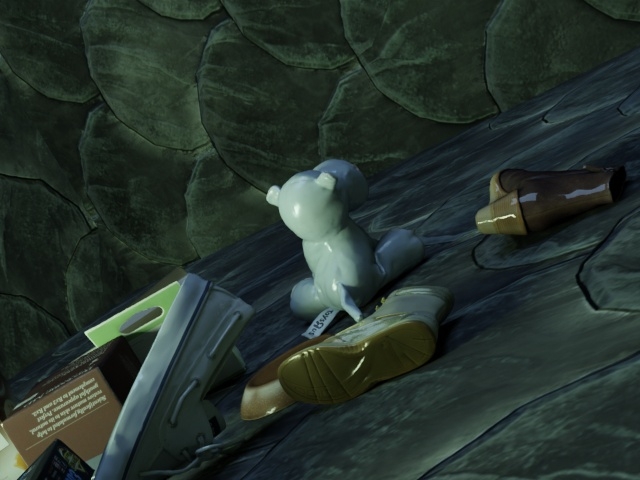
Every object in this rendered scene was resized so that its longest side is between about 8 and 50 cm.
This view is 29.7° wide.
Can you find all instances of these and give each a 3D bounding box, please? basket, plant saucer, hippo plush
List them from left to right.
[{"bbox_3d":[-0.351,0.181,2.565,0.227,0.154,0.204,-36,10,-16],"label":"basket"},{"bbox_3d":[-0.034,0.182,1.687,0.198,0.036,0.198,-29,7,4],"label":"plant saucer"},{"bbox_3d":[0.000,0.000,1.991,0.234,0.237,0.294,-24,9,40],"label":"hippo plush"}]

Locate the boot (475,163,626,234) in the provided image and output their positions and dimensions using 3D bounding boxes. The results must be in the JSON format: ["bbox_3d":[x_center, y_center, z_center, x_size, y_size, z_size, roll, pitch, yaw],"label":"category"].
[{"bbox_3d":[0.352,-0.070,1.783,0.206,0.090,0.248,-14,12,24],"label":"boot"}]

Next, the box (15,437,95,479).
[{"bbox_3d":[-0.384,0.375,1.341,0.293,0.073,0.295,-46,7,-2],"label":"box"}]

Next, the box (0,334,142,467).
[{"bbox_3d":[-0.332,0.267,1.770,0.168,0.167,0.203,-30,7,5],"label":"box"}]

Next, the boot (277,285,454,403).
[{"bbox_3d":[0.061,0.126,1.516,0.213,0.077,0.165,-22,10,22],"label":"boot"}]

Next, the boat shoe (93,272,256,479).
[{"bbox_3d":[-0.168,0.228,1.497,0.136,0.156,0.367,122,172,-62],"label":"boat shoe"}]

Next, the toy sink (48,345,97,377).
[{"bbox_3d":[-0.408,0.275,2.177,0.152,0.131,0.234,-33,7,-26],"label":"toy sink"}]

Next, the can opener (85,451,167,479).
[{"bbox_3d":[-0.330,0.360,1.606,0.283,0.076,0.095,-28,40,16],"label":"can opener"}]

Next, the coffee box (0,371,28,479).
[{"bbox_3d":[-0.500,0.309,1.849,0.098,0.247,0.141,-31,7,0],"label":"coffee box"}]

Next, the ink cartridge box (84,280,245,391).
[{"bbox_3d":[-0.246,0.165,1.922,0.171,0.235,0.056,-29,37,3],"label":"ink cartridge box"}]
